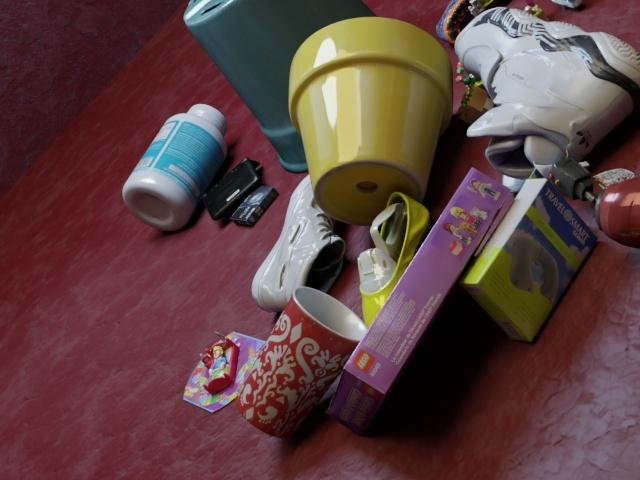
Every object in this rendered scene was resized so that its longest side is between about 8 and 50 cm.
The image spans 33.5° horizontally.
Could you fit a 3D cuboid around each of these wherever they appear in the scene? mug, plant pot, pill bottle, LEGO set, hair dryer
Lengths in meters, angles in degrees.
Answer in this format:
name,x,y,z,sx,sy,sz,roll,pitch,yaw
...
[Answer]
name,x,y,z,sx,sy,sz,roll,pitch,yaw
mug,-0.015,0.164,1.369,0.169,0.150,0.113,-57,39,15
plant pot,0.074,-0.164,1.598,0.254,0.254,0.239,-24,47,33
pill bottle,-0.283,-0.157,2.168,0.146,0.146,0.264,-15,38,44
plant pot,-0.048,-0.358,1.929,0.341,0.334,0.341,-34,28,21
LEGO set,0.274,-0.320,1.679,0.287,0.107,0.132,-48,27,-10
hair dryer,0.398,-0.078,1.172,0.223,0.080,0.293,-32,35,1

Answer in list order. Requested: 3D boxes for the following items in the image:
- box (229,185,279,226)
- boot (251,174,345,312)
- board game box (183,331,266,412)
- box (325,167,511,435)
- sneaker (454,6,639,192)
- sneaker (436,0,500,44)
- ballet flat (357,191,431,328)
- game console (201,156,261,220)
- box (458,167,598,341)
name,x,y,z,sx,sy,sz,roll,pitch,yaw
box,-0.121,-0.063,1.948,0.083,0.018,0.067,-52,27,-17
boot,0.000,0.000,1.628,0.123,0.095,0.258,0,57,46
board game box,-0.156,0.189,1.612,0.133,0.033,0.168,-52,27,-18
box,0.113,0.077,1.261,0.293,0.057,0.201,-55,-9,-22
sneaker,0.263,-0.195,1.456,0.210,0.137,0.366,-46,34,-9
sneaker,0.275,-0.434,1.879,0.221,0.083,0.087,-48,21,-14
ballet flat,0.090,0.023,1.464,0.077,0.077,0.231,-18,36,40
game console,-0.159,-0.094,2.031,0.122,0.071,0.107,-41,48,10
box,0.246,0.014,1.225,0.178,0.109,0.042,-54,24,-19
